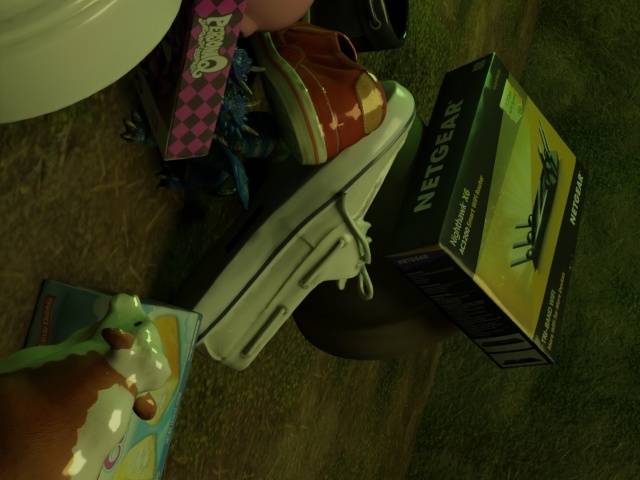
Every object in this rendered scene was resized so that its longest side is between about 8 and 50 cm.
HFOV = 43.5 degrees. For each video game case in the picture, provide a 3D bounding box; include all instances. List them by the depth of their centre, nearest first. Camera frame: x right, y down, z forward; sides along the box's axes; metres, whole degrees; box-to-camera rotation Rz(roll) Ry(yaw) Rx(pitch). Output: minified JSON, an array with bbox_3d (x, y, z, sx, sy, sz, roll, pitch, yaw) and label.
[{"bbox_3d":[-0.106,-0.207,0.547,0.041,0.210,0.232,-11,151,-26],"label":"video game case"}]

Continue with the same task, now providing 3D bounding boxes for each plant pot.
[{"bbox_3d":[0.063,-0.048,1.079,0.323,0.323,0.280,-60,139,-38],"label":"plant pot"}]

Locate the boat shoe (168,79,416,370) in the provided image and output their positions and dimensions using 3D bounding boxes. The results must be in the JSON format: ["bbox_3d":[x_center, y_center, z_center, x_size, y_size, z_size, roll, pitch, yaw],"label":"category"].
[{"bbox_3d":[0.001,0.004,0.880,0.367,0.156,0.136,-49,-158,4],"label":"boat shoe"}]

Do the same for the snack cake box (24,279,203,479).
[{"bbox_3d":[-0.211,0.179,0.739,0.152,0.089,0.264,28,76,-70],"label":"snack cake box"}]

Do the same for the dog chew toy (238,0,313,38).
[{"bbox_3d":[-0.023,-0.352,0.774,0.332,0.206,0.206,-67,159,-5],"label":"dog chew toy"}]

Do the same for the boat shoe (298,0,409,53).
[{"bbox_3d":[0.058,-0.468,0.974,0.187,0.156,0.500,-38,136,-57],"label":"boat shoe"}]

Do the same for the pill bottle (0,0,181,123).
[{"bbox_3d":[-0.196,-0.246,0.300,0.408,0.229,0.229,73,35,-52],"label":"pill bottle"}]

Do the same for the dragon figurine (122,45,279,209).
[{"bbox_3d":[-0.096,-0.089,0.800,0.289,0.144,0.085,66,41,-59],"label":"dragon figurine"}]

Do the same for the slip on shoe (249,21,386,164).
[{"bbox_3d":[-0.012,-0.176,0.847,0.331,0.101,0.123,-116,-172,-61],"label":"slip on shoe"}]

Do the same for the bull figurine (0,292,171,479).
[{"bbox_3d":[-0.226,0.166,0.543,0.101,0.188,0.310,55,51,-65],"label":"bull figurine"}]

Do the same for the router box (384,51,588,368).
[{"bbox_3d":[0.219,-0.037,0.989,0.243,0.081,0.309,42,52,-29],"label":"router box"}]
